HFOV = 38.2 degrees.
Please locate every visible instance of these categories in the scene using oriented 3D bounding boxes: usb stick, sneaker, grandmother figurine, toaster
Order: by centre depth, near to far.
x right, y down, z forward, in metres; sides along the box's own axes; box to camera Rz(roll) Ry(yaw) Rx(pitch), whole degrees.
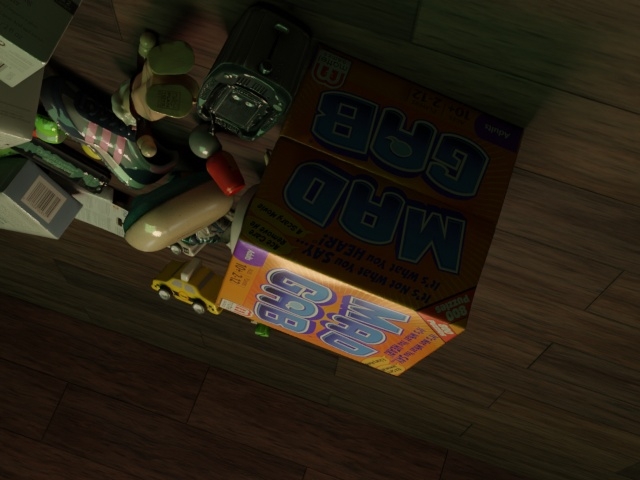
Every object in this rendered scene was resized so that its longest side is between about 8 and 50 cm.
[{"bbox_3d":[-0.105,-0.257,1.438,0.129,0.146,0.227,27,157,-13],"label":"toaster"},{"bbox_3d":[-0.291,-0.248,1.595,0.104,0.207,0.342,11,180,-21],"label":"grandmother figurine"},{"bbox_3d":[-0.416,-0.234,1.862,0.131,0.112,0.319,-21,137,27],"label":"sneaker"},{"bbox_3d":[-0.276,-0.034,2.143,0.110,0.122,0.283,1,152,39],"label":"sneaker"},{"bbox_3d":[-0.622,-0.197,2.153,0.278,0.045,0.077,31,125,-24],"label":"usb stick"}]

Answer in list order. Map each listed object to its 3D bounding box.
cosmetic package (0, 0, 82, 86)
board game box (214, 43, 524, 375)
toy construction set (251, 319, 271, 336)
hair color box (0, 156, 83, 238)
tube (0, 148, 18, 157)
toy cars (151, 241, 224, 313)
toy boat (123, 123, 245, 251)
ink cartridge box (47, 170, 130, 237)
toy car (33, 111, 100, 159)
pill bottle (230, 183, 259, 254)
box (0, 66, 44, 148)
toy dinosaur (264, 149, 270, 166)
[{"bbox_3d":[-0.482,-0.370,1.452,0.151,0.183,0.151,34,155,-29],"label":"cosmetic package"},{"bbox_3d":[0.067,-0.032,1.536,0.357,0.356,0.356,22,158,-4],"label":"board game box"},{"bbox_3d":[-0.031,0.133,2.165,0.309,0.237,0.257,-3,148,44],"label":"toy construction set"},{"bbox_3d":[-0.780,-0.114,2.324,0.374,0.113,0.185,7,148,47],"label":"hair color box"},{"bbox_3d":[-0.787,-0.229,2.224,0.240,0.062,0.070,-7,-175,35],"label":"tube"},{"bbox_3d":[-0.329,0.025,2.179,0.177,0.393,0.087,-13,133,-17],"label":"toy cars"},{"bbox_3d":[-0.266,-0.110,1.889,0.148,0.267,0.318,58,138,4],"label":"toy boat"},{"bbox_3d":[-0.584,-0.094,2.371,0.224,0.045,0.223,23,158,-4],"label":"ink cartridge box"},{"bbox_3d":[-0.544,-0.224,1.924,0.239,0.053,0.225,19,-179,2],"label":"toy car"},{"bbox_3d":[0.000,0.000,1.891,0.334,0.187,0.188,12,157,21],"label":"pill bottle"},{"bbox_3d":[-0.635,-0.286,1.735,0.181,0.181,0.119,15,166,-41],"label":"box"},{"bbox_3d":[-0.049,-0.046,1.782,0.268,0.118,0.064,43,176,18],"label":"toy dinosaur"}]
